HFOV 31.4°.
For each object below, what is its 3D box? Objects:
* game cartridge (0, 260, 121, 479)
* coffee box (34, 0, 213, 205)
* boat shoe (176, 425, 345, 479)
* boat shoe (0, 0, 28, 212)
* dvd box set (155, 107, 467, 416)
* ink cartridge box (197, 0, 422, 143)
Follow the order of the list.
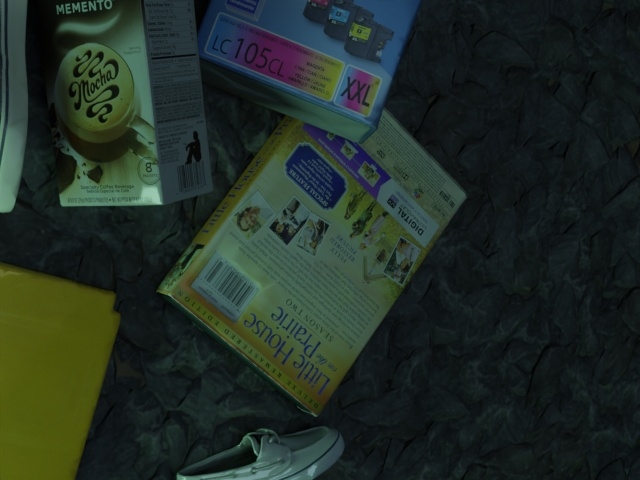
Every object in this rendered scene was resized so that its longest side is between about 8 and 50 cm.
[{"bbox_3d":[-0.435,0.165,1.446,0.323,0.052,0.285,18,85,-31],"label":"game cartridge"},{"bbox_3d":[-0.246,-0.198,1.424,0.119,0.168,0.297,-22,110,-59],"label":"coffee box"},{"bbox_3d":[-0.082,0.314,1.625,0.258,0.095,0.084,-23,109,-27],"label":"boat shoe"},{"bbox_3d":[-0.441,-0.205,1.375,0.158,0.127,0.341,2,85,-25],"label":"boat shoe"},{"bbox_3d":[0.000,0.000,1.662,0.307,0.062,0.420,42,74,-25],"label":"dvd box set"},{"bbox_3d":[0.009,-0.368,1.544,0.270,0.151,0.396,21,82,-8],"label":"ink cartridge box"}]
